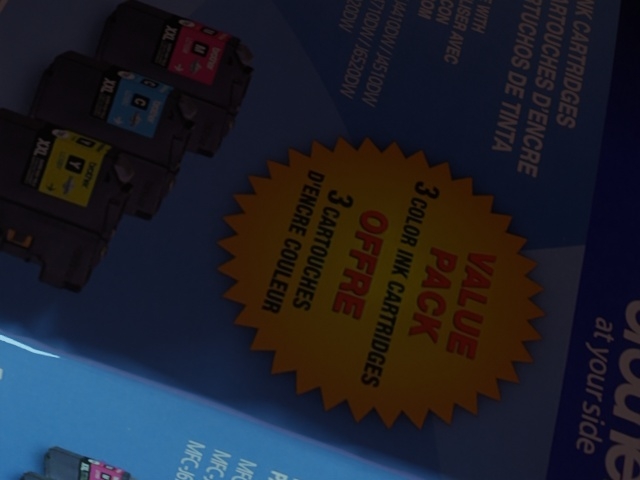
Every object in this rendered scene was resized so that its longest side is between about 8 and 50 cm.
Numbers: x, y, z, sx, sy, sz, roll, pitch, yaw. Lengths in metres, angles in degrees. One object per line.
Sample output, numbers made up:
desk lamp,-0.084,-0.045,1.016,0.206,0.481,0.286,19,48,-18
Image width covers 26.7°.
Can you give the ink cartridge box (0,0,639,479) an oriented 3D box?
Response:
ink cartridge box,0.000,0.000,0.523,0.395,0.151,0.270,21,52,-4
